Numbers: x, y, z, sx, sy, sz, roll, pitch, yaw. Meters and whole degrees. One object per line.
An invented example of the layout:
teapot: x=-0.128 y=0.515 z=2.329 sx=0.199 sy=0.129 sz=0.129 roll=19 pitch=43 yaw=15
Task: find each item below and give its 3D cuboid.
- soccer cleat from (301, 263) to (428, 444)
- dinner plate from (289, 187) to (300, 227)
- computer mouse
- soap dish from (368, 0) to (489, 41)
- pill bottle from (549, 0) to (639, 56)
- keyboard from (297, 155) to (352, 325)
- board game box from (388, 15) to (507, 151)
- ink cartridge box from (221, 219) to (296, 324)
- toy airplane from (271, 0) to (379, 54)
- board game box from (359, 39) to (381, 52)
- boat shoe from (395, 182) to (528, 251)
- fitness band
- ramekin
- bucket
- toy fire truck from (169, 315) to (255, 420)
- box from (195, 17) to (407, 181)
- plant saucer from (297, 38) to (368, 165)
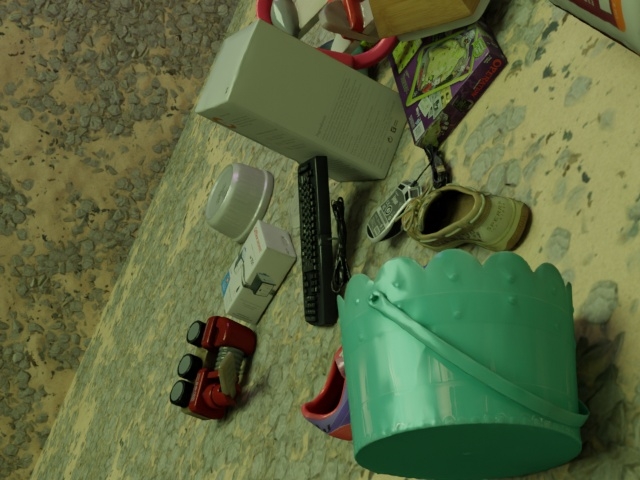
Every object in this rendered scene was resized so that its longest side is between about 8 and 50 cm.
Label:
soccer cleat: x=0.089 y=0.162 z=1.232 sx=0.318 sy=0.116 sz=0.108 roll=-60 pitch=23 yaw=14
dinner plate: x=-0.039 y=-0.095 z=1.897 sx=0.141 sy=0.017 sz=0.141 roll=-49 pitch=28 yaw=38
computer mouse: x=0.151 y=-0.068 z=1.424 sx=0.193 sy=0.042 sz=0.106 roll=-50 pitch=32 yaw=22
soap dish: x=0.225 y=-0.507 z=1.489 sx=0.229 sy=0.118 sz=0.290 roll=1 pitch=59 yaw=53
pill bottle: x=0.374 y=-0.353 z=0.970 sx=0.224 sy=0.224 sz=0.392 roll=-57 pitch=25 yaw=21
keyboard: x=0.000 y=0.000 z=1.553 sx=0.201 sy=0.033 sz=0.317 roll=-14 pitch=79 yaw=63
board game box: x=0.220 y=-0.334 z=1.522 sx=0.208 sy=0.056 sz=0.346 roll=-56 pitch=24 yaw=33
ink cartridge box: x=-0.143 y=0.071 z=1.881 sx=0.190 sy=0.082 sz=0.139 roll=-60 pitch=23 yaw=19
toy airplane: x=0.020 y=-0.581 z=1.785 sx=0.386 sy=0.272 sz=0.384 roll=-63 pitch=25 yaw=3
board game box: x=0.123 y=-0.472 z=1.869 sx=0.181 sy=0.043 sz=0.092 roll=-32 pitch=40 yaw=53
boat shoe: x=0.192 y=-0.043 z=1.240 sx=0.285 sy=0.089 sz=0.104 roll=0 pitch=68 yaw=66
fitness band: x=0.018 y=-0.444 z=1.622 sx=0.054 sy=0.291 sz=0.209 roll=33 pitch=-106 yaw=-80
ramekin: x=-0.220 y=-0.107 z=2.186 sx=0.207 sy=0.109 sz=0.207 roll=-48 pitch=29 yaw=37
bucket: x=0.155 y=0.148 z=0.917 sx=0.281 sy=0.281 sz=0.183 roll=-38 pitch=44 yaw=48
toy fire truck: x=-0.208 y=0.261 z=1.780 sx=0.246 sy=0.158 sz=0.217 roll=-17 pitch=51 yaw=46
box: x=-0.035 y=-0.259 z=1.617 sx=0.215 sy=0.345 sz=0.168 roll=6 pitch=74 yaw=66
plant saucer: x=-0.001 y=-0.319 z=1.910 sx=0.318 sy=0.044 sz=0.317 roll=-27 pitch=57 yaw=51
